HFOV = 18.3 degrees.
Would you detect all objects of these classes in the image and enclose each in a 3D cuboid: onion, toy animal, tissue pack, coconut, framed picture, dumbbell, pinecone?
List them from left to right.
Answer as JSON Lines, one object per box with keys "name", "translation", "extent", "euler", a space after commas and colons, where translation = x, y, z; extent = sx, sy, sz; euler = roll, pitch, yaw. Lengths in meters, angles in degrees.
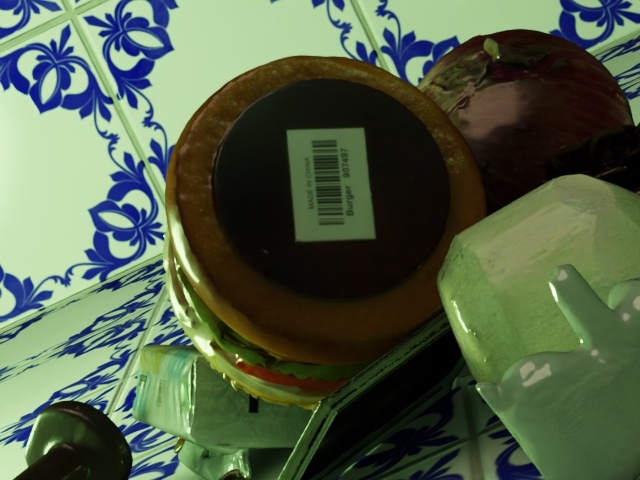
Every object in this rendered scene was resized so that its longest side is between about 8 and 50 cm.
{"name": "dumbbell", "translation": [-0.314, 0.278, 2.159], "extent": [0.225, 0.124, 0.140], "euler": [-37, -24, -54]}
{"name": "tissue pack", "translation": [-0.100, 0.191, 2.151], "extent": [0.159, 0.145, 0.229], "euler": [5, -1, -20]}
{"name": "framed picture", "translation": [0.069, 0.149, 1.898], "extent": [0.293, 0.018, 0.231], "euler": [-33, -20, -37]}
{"name": "onion", "translation": [0.192, -0.076, 2.225], "extent": [0.353, 0.354, 0.353], "euler": [-25, 10, 5]}
{"name": "coconut", "translation": [0.229, 0.048, 1.765], "extent": [0.234, 0.224, 0.224], "euler": [-23, 10, 5]}
{"name": "pinecone", "translation": [0.314, -0.022, 1.967], "extent": [0.207, 0.208, 0.208], "euler": [-25, 10, 5]}
{"name": "toy animal", "translation": [0.255, 0.083, 1.584], "extent": [0.282, 0.140, 0.138], "euler": [-47, 53, -10]}

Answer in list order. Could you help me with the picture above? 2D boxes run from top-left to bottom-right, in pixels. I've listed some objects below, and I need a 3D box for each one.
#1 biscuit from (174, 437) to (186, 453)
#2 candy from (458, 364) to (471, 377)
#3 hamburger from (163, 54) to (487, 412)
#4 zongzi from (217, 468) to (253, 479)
{"name": "biscuit", "translation": [-0.129, 0.214, 2.373], "extent": [0.119, 0.019, 0.130], "euler": [-27, 9, -8]}
{"name": "candy", "translation": [0.201, 0.080, 2.064], "extent": [0.160, 0.073, 0.092], "euler": [-21, 17, 28]}
{"name": "hamburger", "translation": [0.000, 0.000, 1.971], "extent": [0.330, 0.330, 0.250], "euler": [-29, -14, -17]}
{"name": "zongzi", "translation": [-0.074, 0.286, 1.660], "extent": [0.205, 0.094, 0.204], "euler": [-37, 23, -34]}
